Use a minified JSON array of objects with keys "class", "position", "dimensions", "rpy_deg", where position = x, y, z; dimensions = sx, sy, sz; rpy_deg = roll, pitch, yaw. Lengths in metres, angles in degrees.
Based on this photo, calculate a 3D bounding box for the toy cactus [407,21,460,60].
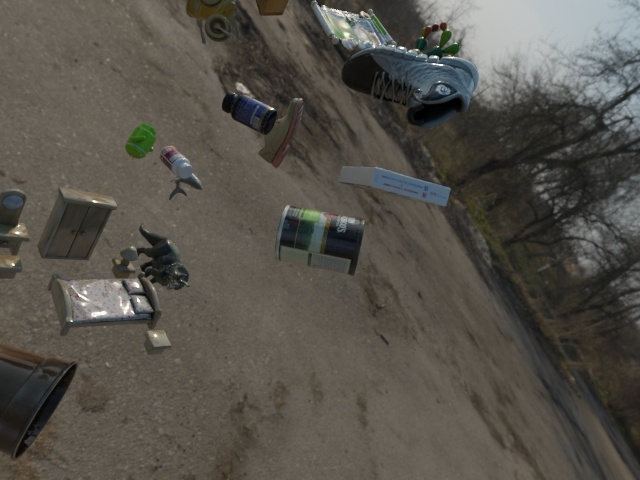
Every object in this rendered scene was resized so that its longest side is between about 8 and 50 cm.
[{"class":"toy cactus","position":[0.305,-0.525,1.158],"dimensions":[0.112,0.181,0.218],"rpy_deg":[80,-6,-72]}]

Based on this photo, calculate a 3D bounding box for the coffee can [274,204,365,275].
[{"class":"coffee can","position":[0.000,0.000,1.402],"dimensions":[0.276,0.201,0.201],"rpy_deg":[11,31,3]}]

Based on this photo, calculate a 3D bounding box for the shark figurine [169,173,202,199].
[{"class":"shark figurine","position":[-0.739,-0.307,2.119],"dimensions":[0.116,0.278,0.166],"rpy_deg":[-33,106,-41]}]

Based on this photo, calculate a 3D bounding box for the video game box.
[{"class":"video game box","position":[0.161,-0.128,0.934],"dimensions":[0.187,0.048,0.205],"rpy_deg":[10,8,-18]}]

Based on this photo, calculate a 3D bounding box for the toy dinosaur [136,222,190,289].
[{"class":"toy dinosaur","position":[-0.534,0.070,1.368],"dimensions":[0.121,0.160,0.313],"rpy_deg":[82,-16,-55]}]

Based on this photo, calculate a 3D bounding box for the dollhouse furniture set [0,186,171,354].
[{"class":"dollhouse furniture set","position":[-0.488,0.063,0.845],"dimensions":[0.303,0.173,0.355],"rpy_deg":[8,33,-52]}]

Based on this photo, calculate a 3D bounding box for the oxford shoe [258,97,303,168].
[{"class":"oxford shoe","position":[-0.203,-0.538,1.994],"dimensions":[0.147,0.397,0.140],"rpy_deg":[29,38,-4]}]

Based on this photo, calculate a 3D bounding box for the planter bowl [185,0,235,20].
[{"class":"planter bowl","position":[-0.378,-0.866,1.480],"dimensions":[0.090,0.217,0.217],"rpy_deg":[49,25,-7]}]

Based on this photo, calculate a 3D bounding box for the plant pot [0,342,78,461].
[{"class":"plant pot","position":[-0.530,0.246,0.669],"dimensions":[0.165,0.167,0.167],"rpy_deg":[28,32,-12]}]

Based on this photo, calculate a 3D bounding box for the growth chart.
[{"class":"growth chart","position":[0.087,-0.528,1.006],"dimensions":[0.237,0.021,0.172],"rpy_deg":[-16,67,-38]}]

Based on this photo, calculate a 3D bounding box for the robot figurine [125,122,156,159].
[{"class":"robot figurine","position":[-0.558,-0.305,1.256],"dimensions":[0.067,0.115,0.101],"rpy_deg":[28,-13,-5]}]

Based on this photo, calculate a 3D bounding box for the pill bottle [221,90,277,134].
[{"class":"pill bottle","position":[-0.311,-0.559,1.761],"dimensions":[0.219,0.122,0.123],"rpy_deg":[28,25,5]}]

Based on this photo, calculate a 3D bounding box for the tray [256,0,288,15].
[{"class":"tray","position":[-0.156,-0.823,1.018],"dimensions":[0.076,0.203,0.410],"rpy_deg":[-16,88,-23]}]

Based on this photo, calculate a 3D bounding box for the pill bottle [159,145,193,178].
[{"class":"pill bottle","position":[-0.613,-0.331,1.730],"dimensions":[0.152,0.086,0.086],"rpy_deg":[43,18,24]}]

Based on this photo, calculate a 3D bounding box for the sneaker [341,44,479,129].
[{"class":"sneaker","position":[0.131,-0.242,0.651],"dimensions":[0.086,0.229,0.132],"rpy_deg":[76,29,-52]}]

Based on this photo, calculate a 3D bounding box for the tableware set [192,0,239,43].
[{"class":"tableware set","position":[-0.352,-0.759,1.330],"dimensions":[0.039,0.128,0.194],"rpy_deg":[-130,-152,-79]}]
